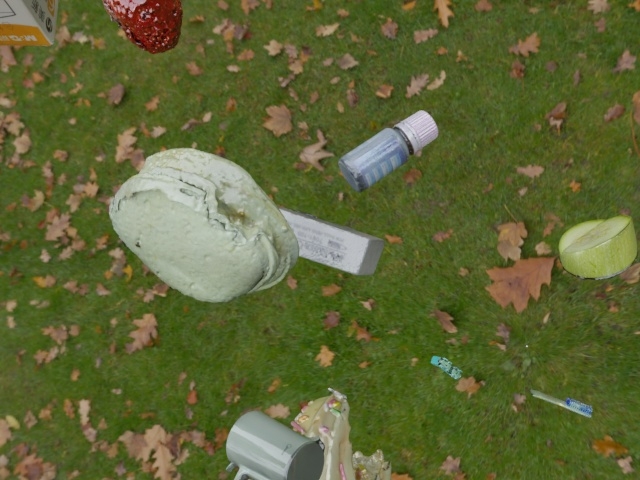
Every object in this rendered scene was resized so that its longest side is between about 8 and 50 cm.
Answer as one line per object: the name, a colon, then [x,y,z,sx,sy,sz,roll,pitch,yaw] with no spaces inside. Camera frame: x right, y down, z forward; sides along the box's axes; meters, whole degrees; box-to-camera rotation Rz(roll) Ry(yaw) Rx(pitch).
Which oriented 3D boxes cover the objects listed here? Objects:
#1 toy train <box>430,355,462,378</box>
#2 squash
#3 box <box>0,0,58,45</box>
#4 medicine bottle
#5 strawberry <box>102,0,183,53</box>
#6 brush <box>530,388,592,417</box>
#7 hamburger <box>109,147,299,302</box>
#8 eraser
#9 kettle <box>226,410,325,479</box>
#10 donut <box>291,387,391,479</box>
toy train: [0.321,0.324,1.289,0.045,0.092,0.029,0,55,54]
squash: [0.802,0.004,1.494,0.220,0.133,0.220,-27,26,14]
box: [-0.513,-0.345,0.643,0.274,0.220,0.091,-3,78,-3]
medicine bottle: [0.138,-0.183,1.023,0.203,0.083,0.083,-34,68,-3]
strawberry: [-0.186,-0.249,0.545,0.083,0.096,0.083,-8,55,11]
brush: [0.682,0.454,1.433,0.179,0.033,0.030,21,116,0]
hamburger: [-0.089,-0.006,0.387,0.133,0.140,0.062,-7,41,37]
eraser: [0.000,0.000,1.396,0.353,0.077,0.111,18,100,-2]
kettle: [-0.083,0.356,0.832,0.148,0.127,0.098,8,103,43]
donut: [0.036,0.567,1.203,0.150,0.371,0.307,-11,37,29]
